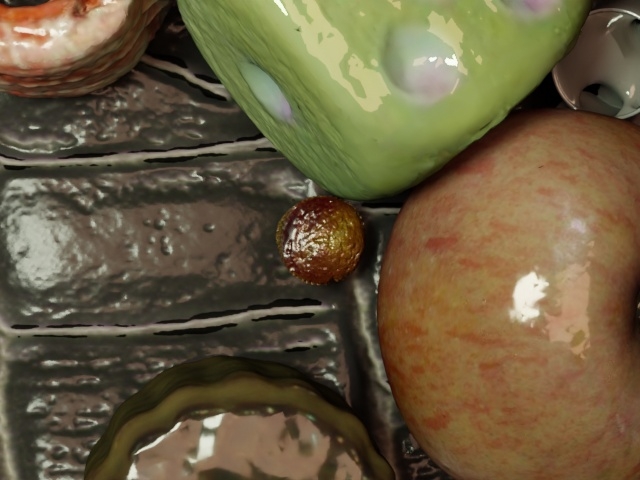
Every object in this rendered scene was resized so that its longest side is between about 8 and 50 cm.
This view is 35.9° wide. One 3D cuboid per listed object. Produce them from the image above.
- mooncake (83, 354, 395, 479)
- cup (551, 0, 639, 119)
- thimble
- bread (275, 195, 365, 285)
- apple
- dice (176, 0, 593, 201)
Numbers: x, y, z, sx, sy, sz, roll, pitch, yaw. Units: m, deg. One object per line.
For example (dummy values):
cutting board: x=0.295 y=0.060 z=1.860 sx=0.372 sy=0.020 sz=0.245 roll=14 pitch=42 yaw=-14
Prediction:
mooncake: x=-0.069 y=0.247 z=0.834 sx=0.290 sy=0.161 sz=0.290 roll=0 pitch=89 yaw=-7
cup: x=0.261 y=-0.166 z=0.910 sx=0.136 sy=0.133 sz=0.099 roll=-15 pitch=102 yaw=33
thimble: x=-0.237 y=-0.237 z=0.817 sx=0.239 sy=0.162 sz=0.239 roll=1 pitch=86 yaw=-9
bread: x=0.000 y=0.000 z=0.903 sx=0.085 sy=0.053 sz=0.085 roll=0 pitch=89 yaw=-9
apple: x=0.206 y=0.060 z=0.828 sx=0.345 sy=0.269 sz=0.345 roll=0 pitch=88 yaw=-10
dice: x=0.047 y=-0.195 z=0.810 sx=0.250 sy=0.252 sz=0.254 roll=-40 pitch=100 yaw=-12
